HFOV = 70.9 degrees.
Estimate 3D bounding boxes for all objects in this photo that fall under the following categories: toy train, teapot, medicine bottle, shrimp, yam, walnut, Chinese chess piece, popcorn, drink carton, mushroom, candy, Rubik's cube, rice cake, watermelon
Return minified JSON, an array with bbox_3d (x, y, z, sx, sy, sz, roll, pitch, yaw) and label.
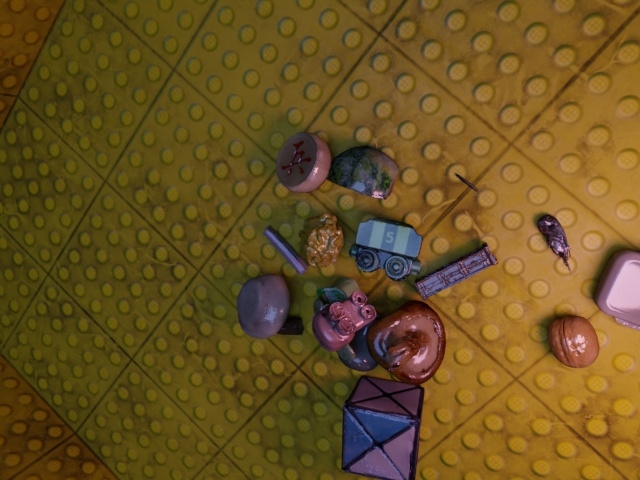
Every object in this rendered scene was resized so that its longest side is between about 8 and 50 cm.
[{"bbox_3d":[0.271,0.034,1.824,0.299,0.167,0.238,14,93,13],"label":"toy train"},{"bbox_3d":[0.180,0.419,1.912,0.183,0.183,0.251,15,93,14],"label":"teapot"},{"bbox_3d":[1.192,0.192,1.581,0.375,0.123,0.282,20,106,14],"label":"medicine bottle"},{"bbox_3d":[0.878,0.012,1.661,0.079,0.090,0.233,-20,79,0],"label":"shrimp"},{"bbox_3d":[-0.147,0.391,2.049,0.127,0.084,0.084,-2,99,21],"label":"yam"},{"bbox_3d":[0.940,0.379,1.673,0.165,0.165,0.197,-10,93,18],"label":"walnut"},{"bbox_3d":[-0.070,-0.317,1.839,0.250,0.103,0.249,-11,73,39],"label":"Chinese chess piece"},{"bbox_3d":[-0.003,-0.001,1.883,0.181,0.217,0.235,2,94,-10],"label":"popcorn"},{"bbox_3d":[0.090,0.232,1.899,0.144,0.142,0.146,-6,108,35],"label":"drink carton"},{"bbox_3d":[0.354,0.411,1.761,0.345,0.259,0.345,1,88,-18],"label":"mushroom"},{"bbox_3d":[-0.237,0.289,1.986,0.295,0.185,0.295,-11,71,34],"label":"candy"},{"bbox_3d":[0.260,0.779,1.866,0.305,0.310,0.307,5,99,15],"label":"Rubik's cube"},{"bbox_3d":[0.573,-0.225,1.756,0.107,0.014,0.014,40,108,7],"label":"yam"},{"bbox_3d":[-0.158,0.043,2.006,0.270,0.049,0.055,48,123,3],"label":"rice cake"},{"bbox_3d":[0.148,-0.270,1.820,0.305,0.180,0.224,20,60,17],"label":"watermelon"}]

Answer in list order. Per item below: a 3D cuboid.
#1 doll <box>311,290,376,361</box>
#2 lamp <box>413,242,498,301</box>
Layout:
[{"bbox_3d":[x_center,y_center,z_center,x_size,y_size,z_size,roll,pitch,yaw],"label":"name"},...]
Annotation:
[{"bbox_3d":[0.076,0.335,1.776,0.216,0.268,0.284,-25,73,-23],"label":"doll"},{"bbox_3d":[0.534,0.125,1.789,0.325,0.090,0.089,-31,89,19],"label":"lamp"}]
